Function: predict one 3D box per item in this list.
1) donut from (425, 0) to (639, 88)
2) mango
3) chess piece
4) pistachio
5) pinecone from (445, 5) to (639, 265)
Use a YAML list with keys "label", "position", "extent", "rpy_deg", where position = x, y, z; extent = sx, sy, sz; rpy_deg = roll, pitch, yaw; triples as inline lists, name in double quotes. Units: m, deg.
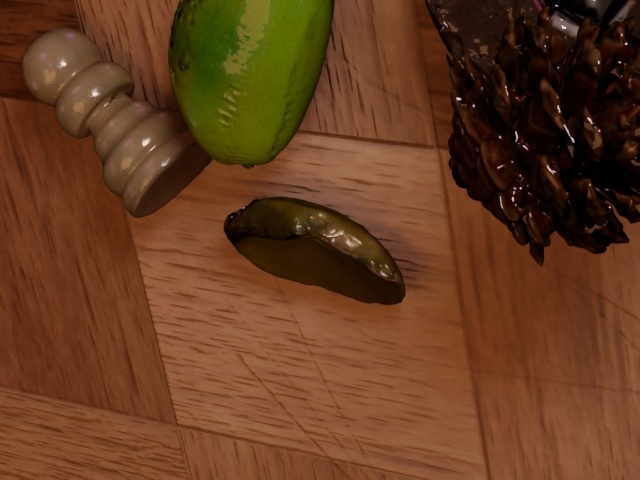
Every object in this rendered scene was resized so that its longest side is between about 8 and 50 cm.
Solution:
- label: "donut"
  position: [0.187, -0.187, 1.284]
  extent: [0.270, 0.103, 0.269]
  rpy_deg: [17, 127, 24]
- label: "mango"
  position: [-0.053, -0.163, 1.470]
  extent: [0.125, 0.111, 0.233]
  rpy_deg: [21, 128, 18]
- label: "chess piece"
  position: [-0.178, -0.106, 1.621]
  extent: [0.170, 0.094, 0.094]
  rpy_deg: [44, 135, 13]
- label: "pistachio"
  position: [0.000, 0.000, 1.584]
  extent: [0.173, 0.049, 0.089]
  rpy_deg: [16, 152, 25]
- label: "pinecone"
  position: [0.160, -0.070, 1.213]
  extent: [0.174, 0.173, 0.173]
  rpy_deg: [19, 129, 25]
